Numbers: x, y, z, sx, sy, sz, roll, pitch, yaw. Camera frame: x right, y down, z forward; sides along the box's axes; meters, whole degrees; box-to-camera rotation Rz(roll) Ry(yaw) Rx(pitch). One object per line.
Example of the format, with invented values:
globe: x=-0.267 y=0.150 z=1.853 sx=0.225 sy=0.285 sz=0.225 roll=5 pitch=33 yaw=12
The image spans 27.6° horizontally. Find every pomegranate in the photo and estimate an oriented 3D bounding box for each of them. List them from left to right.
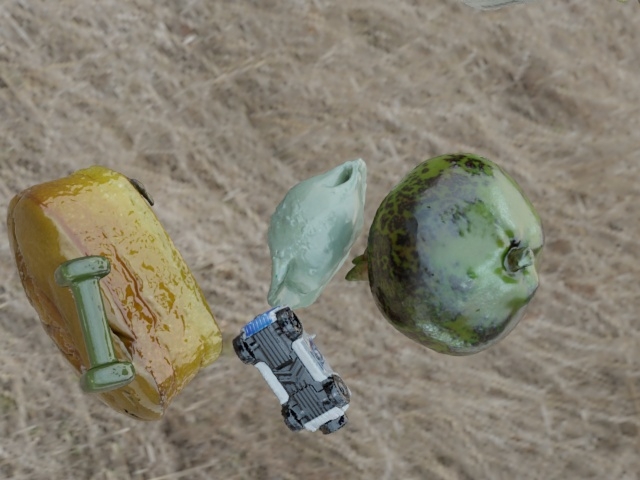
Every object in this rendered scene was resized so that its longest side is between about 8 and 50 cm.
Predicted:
pomegranate: x=0.150 y=0.024 z=1.527 sx=0.204 sy=0.276 sz=0.222 roll=23 pitch=74 yaw=0

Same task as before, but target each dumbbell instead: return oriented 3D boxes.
dumbbell: x=-0.194 y=0.072 z=1.122 sx=0.046 sy=0.052 sz=0.118 roll=-9 pitch=80 yaw=-33

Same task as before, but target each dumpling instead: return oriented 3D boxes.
dumpling: x=-0.011 y=-0.010 z=1.646 sx=0.108 sy=0.152 sz=0.219 roll=37 pitch=74 yaw=4

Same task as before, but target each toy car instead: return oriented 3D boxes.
toy car: x=-0.027 y=0.157 z=1.550 sx=0.171 sy=0.080 sz=0.070 roll=55 pitch=15 yaw=-11

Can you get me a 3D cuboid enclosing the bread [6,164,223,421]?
bread: x=-0.218 y=0.055 z=1.334 sx=0.142 sy=0.195 sz=0.270 roll=-36 pitch=101 yaw=-27

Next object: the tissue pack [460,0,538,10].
tissue pack: x=0.246 y=-0.425 z=1.639 sx=0.266 sy=0.356 sz=0.194 roll=19 pitch=81 yaw=-31

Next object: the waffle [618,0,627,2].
waffle: x=0.224 y=-0.342 z=1.063 sx=0.060 sy=0.262 sz=0.280 roll=-28 pitch=133 yaw=-82

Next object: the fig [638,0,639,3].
fig: x=0.355 y=-0.259 z=1.258 sx=0.123 sy=0.156 sz=0.123 roll=0 pitch=87 yaw=-2
